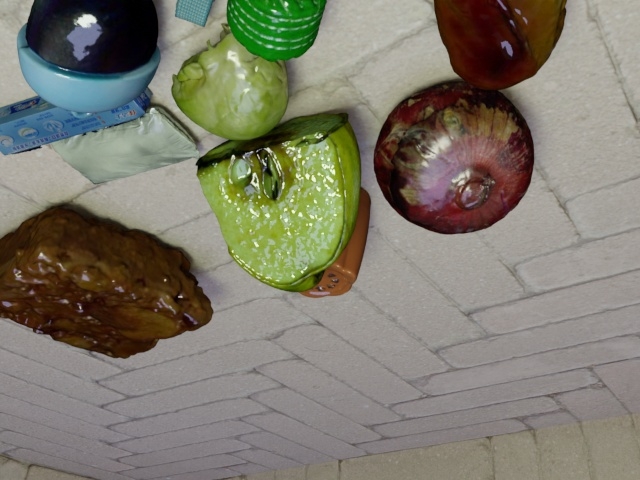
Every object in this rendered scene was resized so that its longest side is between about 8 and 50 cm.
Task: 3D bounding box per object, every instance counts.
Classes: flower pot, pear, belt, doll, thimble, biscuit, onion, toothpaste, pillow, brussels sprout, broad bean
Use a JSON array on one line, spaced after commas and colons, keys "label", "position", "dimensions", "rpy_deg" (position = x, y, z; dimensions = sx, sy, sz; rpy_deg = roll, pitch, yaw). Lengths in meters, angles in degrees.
[{"label": "flower pot", "position": [0.000, 0.000, 1.201], "dimensions": [0.191, 0.173, 0.190], "rpy_deg": [0, 145, 0]}, {"label": "pear", "position": [-0.027, -0.053, 1.023], "dimensions": [0.238, 0.164, 0.255], "rpy_deg": [-14, 108, 21]}, {"label": "belt", "position": [-0.136, -0.315, 0.782], "dimensions": [0.065, 0.100, 0.179], "rpy_deg": [15, 148, -14]}, {"label": "doll", "position": [-0.274, -0.273, 0.816], "dimensions": [0.177, 0.141, 0.314], "rpy_deg": [-14, 146, -37]}, {"label": "thimble", "position": [-0.053, -0.286, 0.796], "dimensions": [0.118, 0.130, 0.090], "rpy_deg": [-28, 158, -28]}, {"label": "biscuit", "position": [-0.465, 0.093, 1.362], "dimensions": [0.343, 0.166, 0.395], "rpy_deg": [-26, 140, 33]}, {"label": "onion", "position": [0.200, -0.116, 0.998], "dimensions": [0.246, 0.190, 0.246], "rpy_deg": [-2, 130, -2]}, {"label": "toothpaste", "position": [-0.390, -0.195, 1.018], "dimensions": [0.272, 0.053, 0.066], "rpy_deg": [-11, 141, 19]}, {"label": "pillow", "position": [-0.319, -0.151, 1.083], "dimensions": [0.229, 0.051, 0.128], "rpy_deg": [-10, 143, 20]}, {"label": "brussels sprout", "position": [-0.111, -0.214, 0.915], "dimensions": [0.145, 0.131, 0.183], "rpy_deg": [44, 132, -19]}, {"label": "broad bean", "position": [0.214, -0.283, 0.801], "dimensions": [0.156, 0.122, 0.228], "rpy_deg": [16, 148, 26]}]
